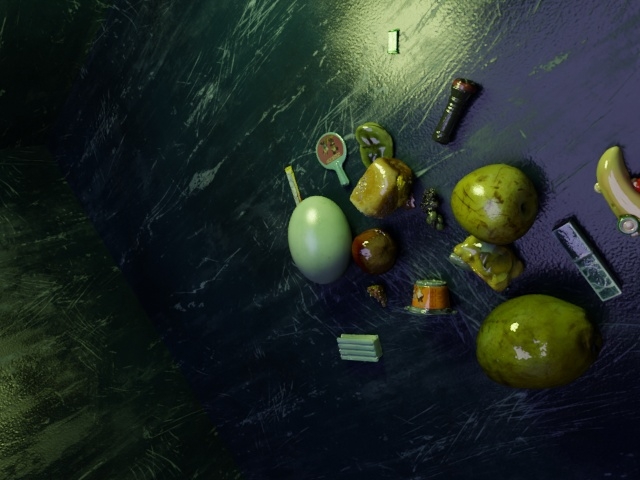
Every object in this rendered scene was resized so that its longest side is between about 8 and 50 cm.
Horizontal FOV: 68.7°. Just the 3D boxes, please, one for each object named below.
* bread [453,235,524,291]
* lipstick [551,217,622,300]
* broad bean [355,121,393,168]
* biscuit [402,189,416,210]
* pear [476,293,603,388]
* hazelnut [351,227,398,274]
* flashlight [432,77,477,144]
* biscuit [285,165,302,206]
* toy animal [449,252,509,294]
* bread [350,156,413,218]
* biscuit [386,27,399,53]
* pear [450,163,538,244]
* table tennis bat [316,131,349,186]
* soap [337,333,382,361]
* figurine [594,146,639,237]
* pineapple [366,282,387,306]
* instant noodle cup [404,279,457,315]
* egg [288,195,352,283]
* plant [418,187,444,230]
[{"bbox_3d":[0.623,0.062,1.709,0.161,0.088,0.233,-45,80,3],"label":"bread"},{"bbox_3d":[0.893,0.065,1.566,0.077,0.076,0.289,-38,85,34],"label":"lipstick"},{"bbox_3d":[0.221,-0.377,1.894,0.153,0.072,0.206,-11,111,40],"label":"broad bean"},{"bbox_3d":[0.353,-0.166,1.896,0.082,0.016,0.092,22,118,28],"label":"biscuit"},{"bbox_3d":[0.730,0.349,1.612,0.414,0.352,0.351,-30,87,33],"label":"pear"},{"bbox_3d":[0.216,0.045,1.965,0.208,0.208,0.208,11,111,31],"label":"hazelnut"},{"bbox_3d":[0.475,-0.459,1.682,0.093,0.093,0.231,34,127,21],"label":"flashlight"},{"bbox_3d":[-0.111,-0.204,2.192,0.048,0.026,0.291,-12,98,40],"label":"biscuit"},{"bbox_3d":[0.614,0.109,1.786,0.253,0.070,0.079,28,155,11],"label":"toy animal"},{"bbox_3d":[0.251,-0.188,1.842,0.176,0.196,0.246,54,130,24],"label":"bread"},{"bbox_3d":[0.272,-0.749,1.762,0.046,0.016,0.089,9,110,30],"label":"biscuit"},{"bbox_3d":[0.593,-0.123,1.603,0.284,0.284,0.283,11,111,31],"label":"pear"},{"bbox_3d":[0.064,-0.349,2.024,0.153,0.040,0.244,-25,86,36],"label":"table tennis bat"},{"bbox_3d":[0.183,0.501,2.196,0.199,0.063,0.114,-5,104,35],"label":"soap"},{"bbox_3d":[0.978,-0.149,1.413,0.222,0.124,0.324,-34,81,37],"label":"figurine"},{"bbox_3d":[0.263,0.237,2.067,0.114,0.077,0.114,59,162,-9],"label":"pineapple"},{"bbox_3d":[0.442,0.224,1.877,0.208,0.178,0.125,1,92,14],"label":"instant noodle cup"},{"bbox_3d":[0.000,0.000,2.026,0.276,0.276,0.388,2,107,34],"label":"egg"},{"bbox_3d":[0.435,-0.118,1.820,0.085,0.087,0.174,9,119,69],"label":"plant"}]
